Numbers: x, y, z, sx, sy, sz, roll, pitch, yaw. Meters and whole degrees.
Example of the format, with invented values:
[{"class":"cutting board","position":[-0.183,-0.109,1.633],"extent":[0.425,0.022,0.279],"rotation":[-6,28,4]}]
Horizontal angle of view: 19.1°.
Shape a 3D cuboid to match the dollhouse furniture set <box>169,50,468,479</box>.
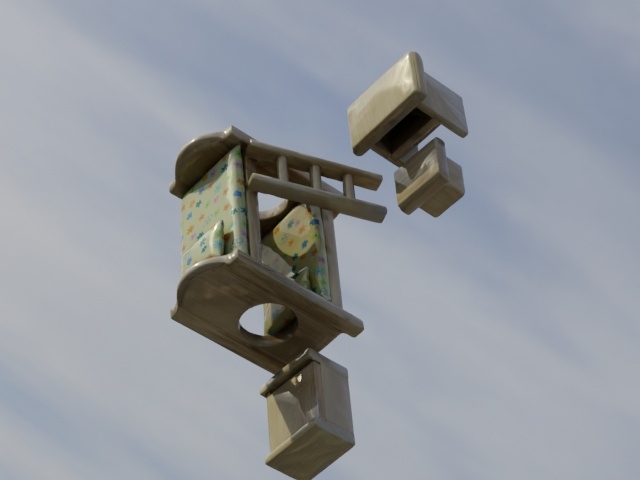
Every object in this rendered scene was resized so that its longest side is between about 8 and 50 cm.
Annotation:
[{"class":"dollhouse furniture set","position":[0.000,0.000,1.015],"extent":[0.101,0.182,0.161],"rotation":[31,-57,-29]}]
